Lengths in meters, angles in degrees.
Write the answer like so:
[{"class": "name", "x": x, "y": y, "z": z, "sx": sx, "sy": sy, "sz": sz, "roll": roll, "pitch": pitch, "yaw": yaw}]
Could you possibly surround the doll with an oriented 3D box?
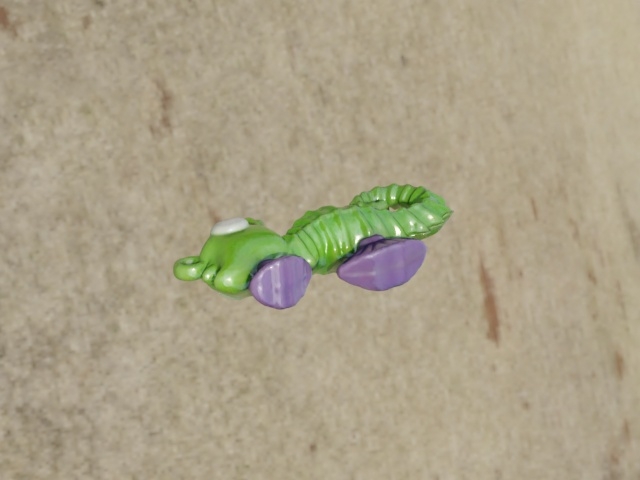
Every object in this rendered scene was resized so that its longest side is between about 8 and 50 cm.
[{"class": "doll", "x": 0.000, "y": 0.000, "z": 0.717, "sx": 0.115, "sy": 0.190, "sz": 0.050, "roll": 35, "pitch": -47, "yaw": 54}]
